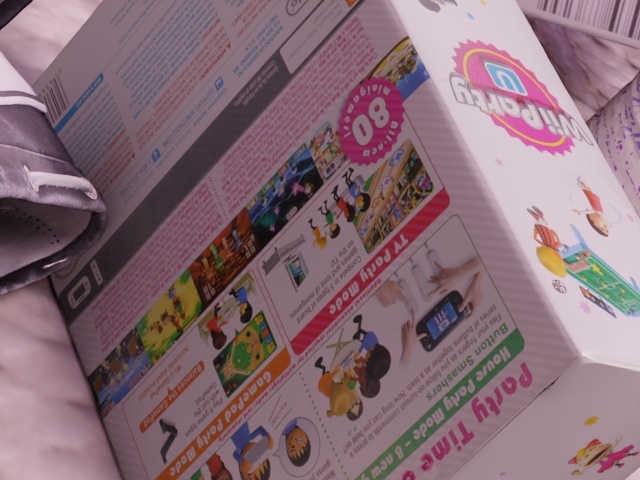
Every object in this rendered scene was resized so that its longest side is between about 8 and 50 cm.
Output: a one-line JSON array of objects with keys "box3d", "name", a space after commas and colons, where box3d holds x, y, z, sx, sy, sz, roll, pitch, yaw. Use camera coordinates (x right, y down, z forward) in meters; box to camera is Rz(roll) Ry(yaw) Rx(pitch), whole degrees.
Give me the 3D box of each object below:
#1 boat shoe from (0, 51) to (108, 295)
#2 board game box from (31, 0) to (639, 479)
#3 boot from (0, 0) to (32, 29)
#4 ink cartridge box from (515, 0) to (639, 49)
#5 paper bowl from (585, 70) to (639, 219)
[{"box3d": [-0.170, 0.002, 0.700, 0.102, 0.108, 0.301, 48, 19, 6], "name": "boat shoe"}, {"box3d": [0.000, 0.000, 0.800, 0.097, 0.224, 0.303, 13, 42, -42], "name": "board game box"}, {"box3d": [-0.221, -0.247, 0.987, 0.223, 0.118, 0.338, 38, 34, -31], "name": "boot"}, {"box3d": [0.168, -0.207, 1.360, 0.304, 0.072, 0.307, 19, 16, 23], "name": "ink cartridge box"}, {"box3d": [0.267, 0.026, 1.240, 0.284, 0.148, 0.284, 35, 29, -23], "name": "paper bowl"}]
